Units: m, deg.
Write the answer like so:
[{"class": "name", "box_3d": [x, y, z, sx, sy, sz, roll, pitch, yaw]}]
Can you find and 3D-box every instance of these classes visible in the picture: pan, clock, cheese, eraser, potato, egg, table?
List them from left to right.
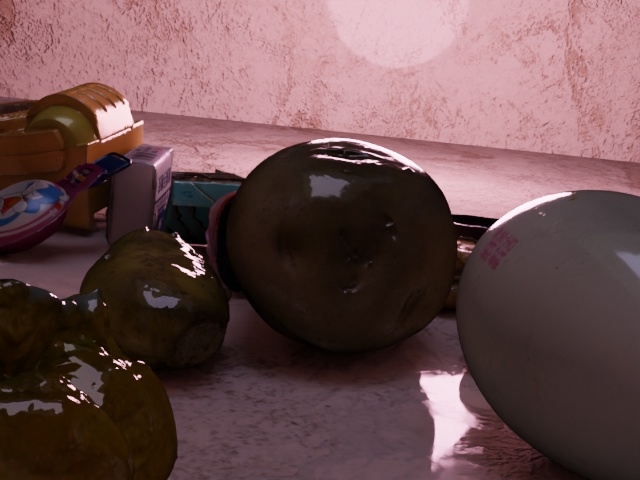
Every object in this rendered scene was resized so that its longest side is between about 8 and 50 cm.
[{"class": "clock", "box_3d": [-0.446, -0.126, 1.872, 0.317, 0.200, 0.244, -1, 11, 14]}, {"class": "cheese", "box_3d": [-0.361, -0.052, 1.644, 0.244, 0.062, 0.155, -33, 30, -19]}, {"class": "eraser", "box_3d": [-0.256, -0.068, 1.809, 0.068, 0.124, 0.210, 5, 10, 0]}, {"class": "potato", "box_3d": [-0.163, 0.064, 1.231, 0.149, 0.113, 0.251, 10, 18, -17]}, {"class": "table", "box_3d": [-0.218, -0.087, 2.088, 0.146, 0.062, 0.175, 1, 11, -22]}, {"class": "potato", "box_3d": [0.025, 0.002, 1.345, 0.243, 0.221, 0.326, 5, 6, 6]}, {"class": "pan", "box_3d": [0.288, -0.006, 1.973, 0.202, 0.048, 0.128, 7, 12, 14]}, {"class": "egg", "box_3d": [0.248, 0.083, 1.022, 0.230, 0.230, 0.371, 1, 16, -22]}]

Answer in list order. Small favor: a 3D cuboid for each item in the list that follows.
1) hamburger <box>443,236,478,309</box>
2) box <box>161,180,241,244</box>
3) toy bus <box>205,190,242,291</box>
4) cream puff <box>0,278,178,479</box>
[{"class": "hamburger", "box_3d": [0.176, 0.051, 1.555, 0.176, 0.087, 0.102, 8, 20, -25]}, {"class": "box", "box_3d": [-0.100, -0.032, 1.740, 0.229, 0.041, 0.162, 3, -19, -13]}, {"class": "toy bus", "box_3d": [0.000, 0.000, 1.600, 0.303, 0.127, 0.147, 0, 7, -21]}, {"class": "cream puff", "box_3d": [-0.227, 0.104, 0.791, 0.282, 0.185, 0.282, 8, 14, -2]}]
